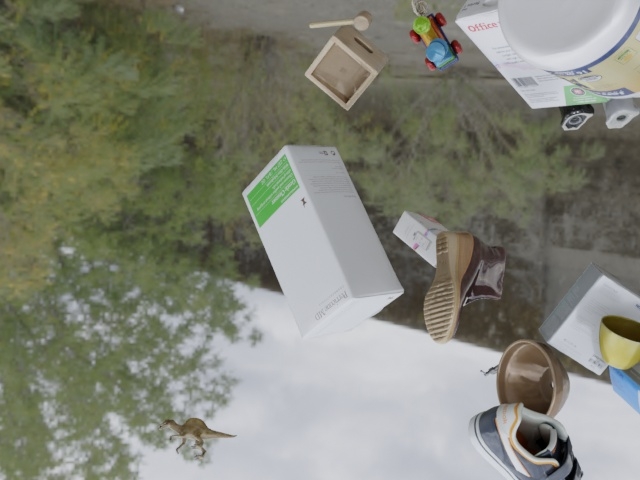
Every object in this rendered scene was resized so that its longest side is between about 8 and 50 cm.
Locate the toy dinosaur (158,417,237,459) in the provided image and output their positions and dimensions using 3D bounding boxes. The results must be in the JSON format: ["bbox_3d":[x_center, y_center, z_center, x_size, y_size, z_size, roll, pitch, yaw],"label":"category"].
[{"bbox_3d":[-0.274,0.441,1.884,0.183,0.053,0.092,13,-140,-11],"label":"toy dinosaur"}]

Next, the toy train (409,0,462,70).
[{"bbox_3d":[0.279,-0.581,2.249,0.105,0.248,0.143,-30,178,19],"label":"toy train"}]

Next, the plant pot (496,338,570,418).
[{"bbox_3d":[0.582,0.381,2.217,0.109,0.237,0.237,5,-175,-26],"label":"plant pot"}]

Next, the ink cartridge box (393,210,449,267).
[{"bbox_3d":[0.285,0.011,2.018,0.115,0.067,0.198,9,-154,-46],"label":"ink cartridge box"}]

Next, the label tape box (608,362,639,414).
[{"bbox_3d":[0.923,0.324,2.022,0.347,0.115,0.249,-24,-152,-7],"label":"label tape box"}]

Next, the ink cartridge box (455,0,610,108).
[{"bbox_3d":[0.431,-0.391,1.621,0.278,0.117,0.201,39,164,-28],"label":"ink cartridge box"}]

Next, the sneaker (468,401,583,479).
[{"bbox_3d":[0.437,0.435,1.605,0.127,0.321,0.126,-38,-163,40],"label":"sneaker"}]

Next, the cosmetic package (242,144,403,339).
[{"bbox_3d":[0.000,0.000,1.759,0.155,0.365,0.197,-3,150,-42],"label":"cosmetic package"}]

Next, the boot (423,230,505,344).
[{"bbox_3d":[0.321,0.108,1.770,0.207,0.248,0.090,17,164,-38],"label":"boot"}]

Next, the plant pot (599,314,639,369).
[{"bbox_3d":[0.730,0.254,2.016,0.134,0.095,0.134,11,-158,-4],"label":"plant pot"}]

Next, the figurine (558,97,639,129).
[{"bbox_3d":[0.755,-0.420,2.318,0.215,0.209,0.092,-3,155,-7],"label":"figurine"}]

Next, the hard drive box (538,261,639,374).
[{"bbox_3d":[0.718,0.204,2.173,0.181,0.232,0.089,32,-164,-11],"label":"hard drive box"}]

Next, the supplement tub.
[{"bbox_3d":[0.453,-0.352,1.323,0.228,0.228,0.316,10,-177,44],"label":"supplement tub"}]

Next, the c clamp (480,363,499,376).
[{"bbox_3d":[0.560,0.367,2.504,0.160,0.022,0.137,-34,155,5],"label":"c clamp"}]

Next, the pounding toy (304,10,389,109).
[{"bbox_3d":[0.059,-0.426,1.816,0.181,0.206,0.094,39,-138,-5],"label":"pounding toy"}]
